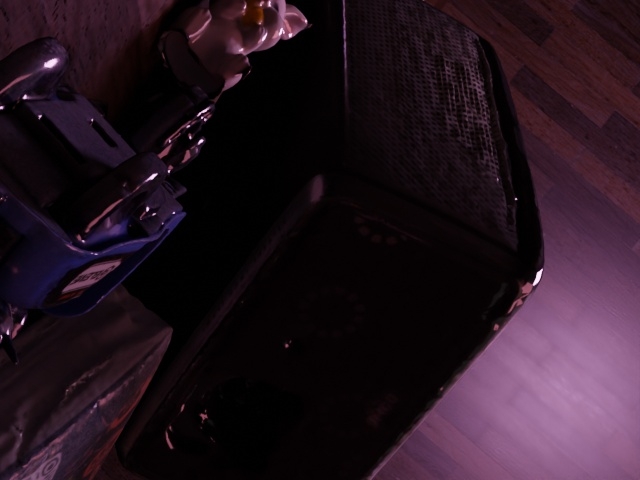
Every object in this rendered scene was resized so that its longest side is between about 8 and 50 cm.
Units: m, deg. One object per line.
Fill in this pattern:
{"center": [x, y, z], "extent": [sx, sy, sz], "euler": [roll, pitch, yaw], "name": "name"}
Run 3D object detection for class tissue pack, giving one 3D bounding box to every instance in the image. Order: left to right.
{"center": [-0.260, 0.188, 1.170], "extent": [0.228, 0.103, 0.316], "euler": [-40, 169, -42], "name": "tissue pack"}

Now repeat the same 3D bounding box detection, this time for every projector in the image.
{"center": [0.000, 0.000, 1.339], "extent": [0.395, 0.242, 0.405], "euler": [-54, -158, 32], "name": "projector"}

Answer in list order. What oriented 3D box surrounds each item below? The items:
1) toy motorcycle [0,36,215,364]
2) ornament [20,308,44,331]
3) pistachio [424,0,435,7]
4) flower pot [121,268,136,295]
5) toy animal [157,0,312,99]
{"center": [-0.170, -0.011, 0.807], "extent": [0.212, 0.125, 0.358], "euler": [-42, 179, 11], "name": "toy motorcycle"}
{"center": [-0.235, 0.048, 1.239], "extent": [0.081, 0.075, 0.156], "euler": [-52, 179, -29], "name": "ornament"}
{"center": [0.076, -0.201, 2.019], "extent": [0.309, 0.230, 0.230], "euler": [-47, -179, 33], "name": "pistachio"}
{"center": [-0.118, 0.052, 1.740], "extent": [0.266, 0.266, 0.267], "euler": [-49, 169, -46], "name": "flower pot"}
{"center": [-0.061, -0.162, 1.075], "extent": [0.124, 0.071, 0.085], "euler": [-49, 178, -28], "name": "toy animal"}
